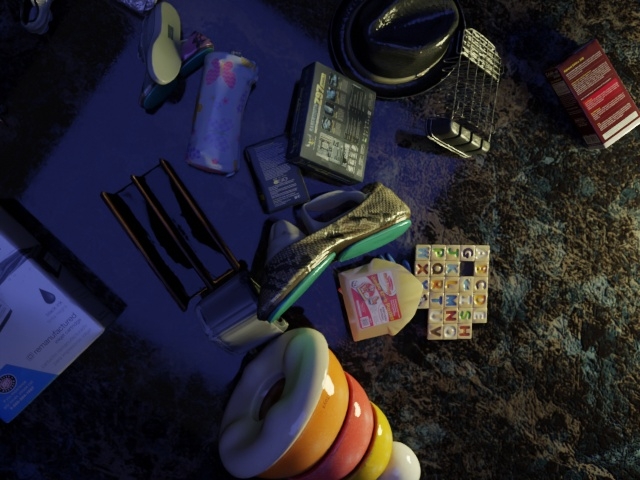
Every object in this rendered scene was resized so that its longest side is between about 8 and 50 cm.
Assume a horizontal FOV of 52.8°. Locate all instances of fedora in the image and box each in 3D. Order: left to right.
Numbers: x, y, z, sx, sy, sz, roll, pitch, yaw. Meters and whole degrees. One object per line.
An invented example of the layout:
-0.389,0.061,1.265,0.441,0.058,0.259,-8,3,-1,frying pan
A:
0.195,-0.491,1.490,0.334,0.152,0.334,0,93,-8,fedora

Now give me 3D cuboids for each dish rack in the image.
0.347,-0.348,1.519,0.208,0.074,0.272,15,82,-48,dish rack

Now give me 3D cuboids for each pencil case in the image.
-0.224,-0.286,1.462,0.124,0.113,0.273,11,91,-26,pencil case

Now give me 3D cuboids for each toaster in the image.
-0.180,0.167,1.450,0.146,0.227,0.129,-33,62,0,toaster

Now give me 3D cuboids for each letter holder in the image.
-0.322,-0.016,1.411,0.152,0.214,0.302,-34,97,-5,letter holder

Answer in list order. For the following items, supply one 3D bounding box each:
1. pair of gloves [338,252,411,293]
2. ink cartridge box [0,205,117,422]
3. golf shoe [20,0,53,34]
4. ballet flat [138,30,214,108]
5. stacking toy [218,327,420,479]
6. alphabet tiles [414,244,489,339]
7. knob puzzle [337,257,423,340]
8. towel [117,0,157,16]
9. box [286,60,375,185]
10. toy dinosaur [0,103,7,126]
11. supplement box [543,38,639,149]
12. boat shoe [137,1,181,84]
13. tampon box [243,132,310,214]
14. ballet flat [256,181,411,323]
0.150,0.131,1.586,0.198,0.023,0.159,-37,98,-4,pair of gloves
-0.694,0.141,1.390,0.285,0.166,0.395,-45,98,-4,ink cartridge box
-0.607,-0.536,1.390,0.069,0.086,0.176,11,102,-5,golf shoe
-0.341,-0.391,1.465,0.079,0.077,0.221,44,82,10,ballet flat
0.042,0.455,1.466,0.480,0.350,0.351,37,88,-20,stacking toy
0.326,0.129,1.611,0.198,0.009,0.237,1,93,-13,alphabet tiles
0.152,0.135,1.560,0.213,0.030,0.213,0,93,-6,knob puzzle
-0.469,-0.645,1.436,0.282,0.049,0.187,27,89,-9,towel
0.027,-0.262,1.465,0.183,0.059,0.233,18,73,-35,box
-0.746,-0.290,1.423,0.082,0.047,0.090,-2,105,10,toy dinosaur
0.679,-0.361,1.608,0.130,0.073,0.239,-35,98,-6,supplement box
-0.357,-0.421,1.414,0.079,0.081,0.228,32,45,-45,boat shoe
-0.104,-0.151,1.482,0.101,0.120,0.161,-20,96,-8,tampon box
0.000,0.000,1.436,0.483,0.164,0.182,-32,76,-34,ballet flat
